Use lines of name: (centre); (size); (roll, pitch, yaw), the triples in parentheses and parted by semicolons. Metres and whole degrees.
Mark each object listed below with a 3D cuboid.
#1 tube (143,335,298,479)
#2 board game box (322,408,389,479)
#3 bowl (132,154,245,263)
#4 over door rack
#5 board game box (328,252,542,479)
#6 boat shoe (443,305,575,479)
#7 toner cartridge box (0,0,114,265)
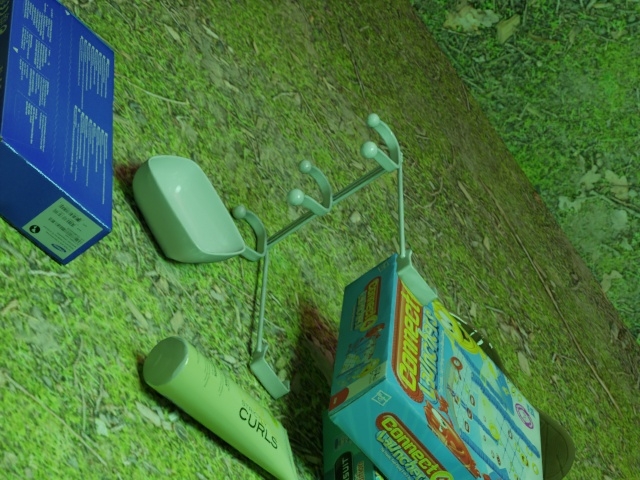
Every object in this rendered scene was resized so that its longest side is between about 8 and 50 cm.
tube: (-0.096, 0.185, 1.978); (0.240, 0.062, 0.070); (44, 63, -40)
board game box: (0.111, 0.362, 2.129); (0.254, 0.079, 0.336); (45, 22, -26)
bowl: (-0.162, -0.030, 2.165); (0.142, 0.053, 0.142); (60, 21, 12)
over door rack: (0.000, 0.000, 2.212); (0.108, 0.239, 0.324); (44, 22, -33)
board game box: (0.145, 0.210, 2.203); (0.302, 0.086, 0.308); (48, 21, -19)
boat shoe: (0.217, 0.213, 2.593); (0.342, 0.123, 0.123); (43, -7, -18)
toner cartridge box: (-0.305, -0.143, 1.988); (0.165, 0.075, 0.348); (44, 23, -31)
